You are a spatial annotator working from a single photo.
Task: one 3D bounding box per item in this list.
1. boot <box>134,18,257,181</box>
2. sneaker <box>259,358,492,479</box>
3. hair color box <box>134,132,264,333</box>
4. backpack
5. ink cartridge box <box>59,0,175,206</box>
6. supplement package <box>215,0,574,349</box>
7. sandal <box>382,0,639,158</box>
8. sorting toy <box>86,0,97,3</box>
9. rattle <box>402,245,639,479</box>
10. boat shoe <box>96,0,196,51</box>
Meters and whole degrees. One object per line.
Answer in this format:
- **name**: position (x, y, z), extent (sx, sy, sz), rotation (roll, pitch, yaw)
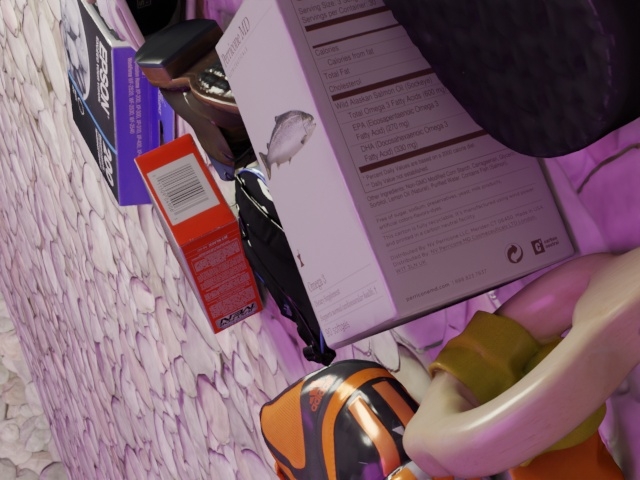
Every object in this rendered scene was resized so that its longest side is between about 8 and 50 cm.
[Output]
- **boot**: position (-0.048, -0.092, 0.852), extent (0.219, 0.082, 0.106), rotation (31, 155, 55)
- **sneaker**: position (0.029, 0.216, 0.848), extent (0.180, 0.125, 0.321), rotation (54, 142, 46)
- **hair color box**: position (-0.097, -0.002, 0.983), extent (0.093, 0.053, 0.167), rotation (60, 169, 26)
- **backpack**: position (0.000, 0.000, 0.761), extent (0.114, 0.084, 0.105), rotation (44, 146, 40)
- **ink cartridge box**: position (-0.202, -0.140, 1.191), extent (0.208, 0.045, 0.206), rotation (53, 152, 36)
- **supplement package**: position (0.033, -0.050, 0.615), extent (0.179, 0.105, 0.105), rotation (69, 159, 7)
- **sandal**: position (0.023, -0.245, 0.520), extent (0.445, 0.107, 0.167), rotation (59, 157, -2)
- **sorting toy**: position (-0.206, -0.341, 1.058), extent (0.193, 0.038, 0.208), rotation (144, 111, -67)
- **rattle**: position (0.140, 0.071, 0.510), extent (0.200, 0.130, 0.142), rotation (-33, 87, 41)
- **boat shoe**: position (-0.128, -0.238, 0.892), extent (0.084, 0.095, 0.258), rotation (52, 162, 32)
